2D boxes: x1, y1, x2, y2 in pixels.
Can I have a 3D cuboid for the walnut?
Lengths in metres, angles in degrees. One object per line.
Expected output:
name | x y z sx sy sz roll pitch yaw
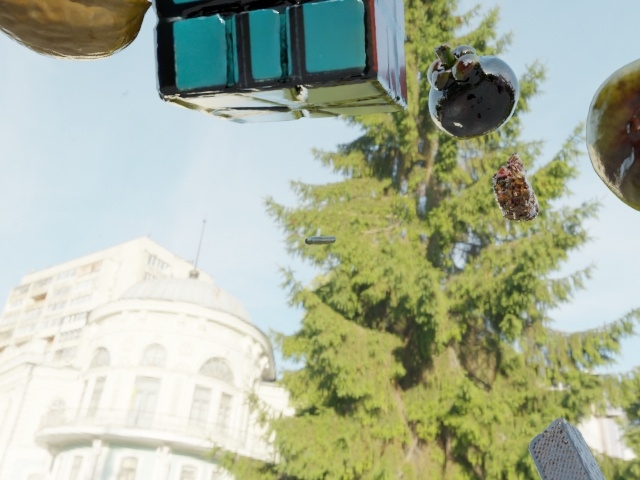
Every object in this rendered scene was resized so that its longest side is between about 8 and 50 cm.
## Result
walnut | -0.268 -0.262 0.619 0.180 0.144 0.144 6 -27 -24

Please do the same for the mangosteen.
mangosteen | 0.428 -0.449 1.747 0.275 0.275 0.302 -22 -61 40

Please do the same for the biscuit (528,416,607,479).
biscuit | 0.518 0.518 1.165 0.073 0.388 0.107 32 -68 -15

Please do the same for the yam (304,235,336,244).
yam | 0.000 0.000 1.369 0.021 0.021 0.116 -15 -6 32

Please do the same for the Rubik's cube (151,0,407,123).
Rubik's cube | -0.040 -0.317 0.806 0.288 0.284 0.293 -1 2 13

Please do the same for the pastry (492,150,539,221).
pastry | 0.297 -0.071 0.921 0.063 0.087 0.169 -17 -21 22

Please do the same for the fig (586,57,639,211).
fig | 0.311 -0.092 0.529 0.135 0.120 0.153 7 -52 44
